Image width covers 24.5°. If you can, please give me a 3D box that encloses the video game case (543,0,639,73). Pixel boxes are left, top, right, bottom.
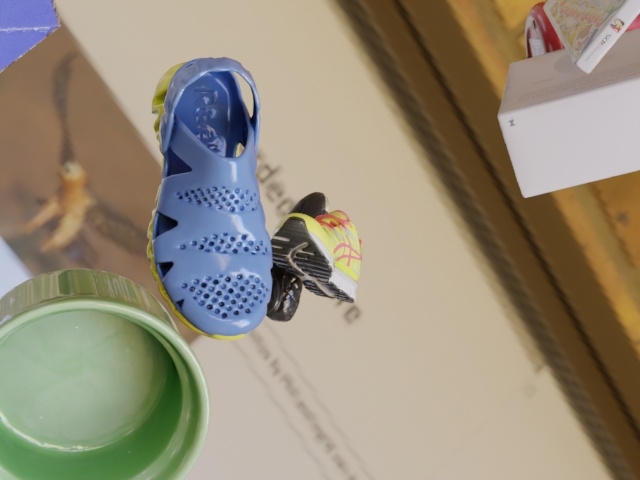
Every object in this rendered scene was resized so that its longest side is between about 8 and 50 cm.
[{"bbox_3d":[0.337,-0.305,1.648,0.026,0.206,0.227,33,20,-15],"label":"video game case"}]

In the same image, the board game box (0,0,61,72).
[{"bbox_3d":[-0.383,-0.293,1.271,0.291,0.141,0.232,44,-16,16],"label":"board game box"}]

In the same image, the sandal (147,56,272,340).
[{"bbox_3d":[-0.110,-0.057,1.489,0.138,0.126,0.317,131,-48,-65],"label":"sandal"}]

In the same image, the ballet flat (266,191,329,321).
[{"bbox_3d":[-0.032,0.020,1.861,0.057,0.173,0.049,20,-5,37],"label":"ballet flat"}]

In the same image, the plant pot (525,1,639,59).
[{"bbox_3d":[0.427,-0.304,2.352,0.191,0.174,0.191,167,-90,-86],"label":"plant pot"}]

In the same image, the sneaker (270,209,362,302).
[{"bbox_3d":[0.000,0.000,1.740,0.081,0.094,0.208,14,-15,20],"label":"sneaker"}]

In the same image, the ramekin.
[{"bbox_3d":[-0.292,0.182,1.782,0.303,0.303,0.148,57,1,-25],"label":"ramekin"}]

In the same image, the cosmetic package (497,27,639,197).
[{"bbox_3d":[0.384,-0.184,2.093,0.225,0.224,0.138,-63,136,-63],"label":"cosmetic package"}]
